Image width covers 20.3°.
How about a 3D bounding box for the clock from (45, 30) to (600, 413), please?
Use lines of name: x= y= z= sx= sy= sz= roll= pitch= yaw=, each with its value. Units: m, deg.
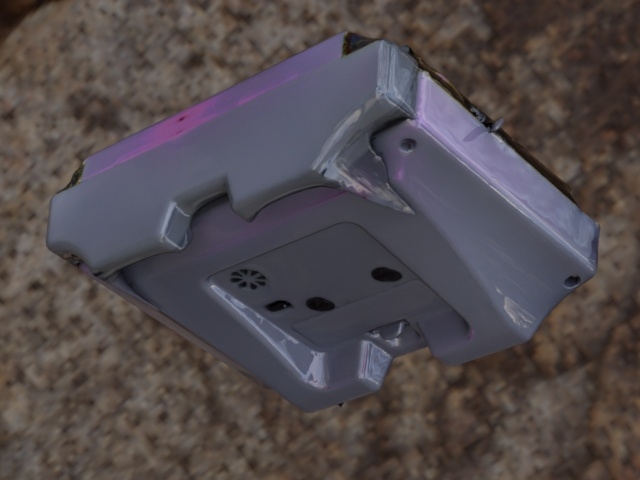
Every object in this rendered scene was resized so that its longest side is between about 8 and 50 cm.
clock: x=0.000 y=0.000 z=0.942 sx=0.186 sy=0.253 sz=0.083 roll=36 pitch=46 yaw=-36
